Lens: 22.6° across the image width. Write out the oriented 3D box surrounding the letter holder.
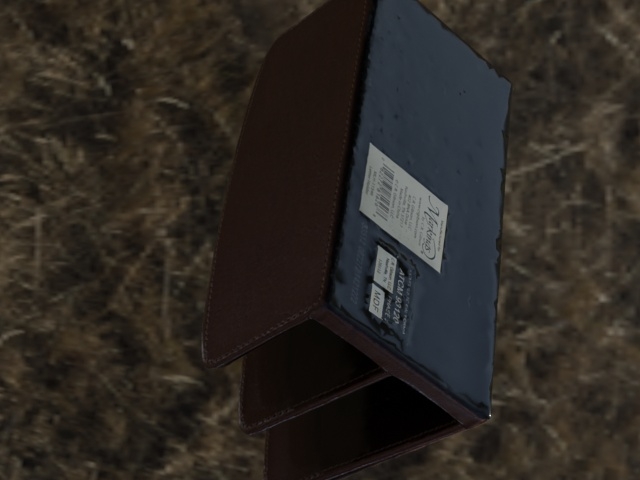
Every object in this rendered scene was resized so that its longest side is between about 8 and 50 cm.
[{"bbox_3d":[0.000,0.000,1.124,0.152,0.214,0.302,36,44,-29],"label":"letter holder"}]
